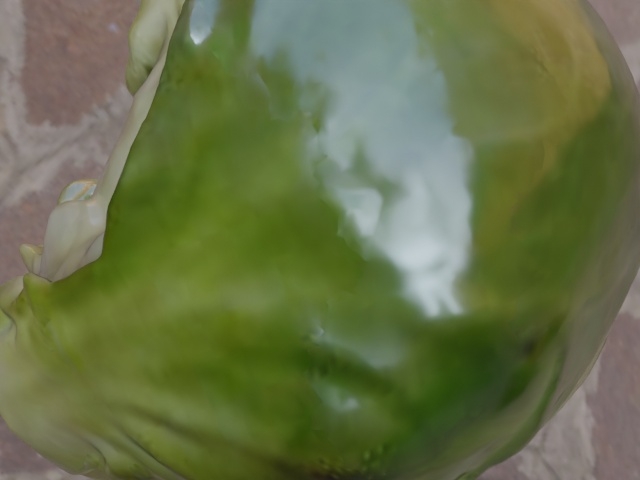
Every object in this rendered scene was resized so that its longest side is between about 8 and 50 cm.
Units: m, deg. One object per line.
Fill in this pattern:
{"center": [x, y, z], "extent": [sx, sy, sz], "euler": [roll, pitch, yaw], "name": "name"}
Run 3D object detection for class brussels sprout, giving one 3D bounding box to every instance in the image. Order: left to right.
{"center": [0.000, 0.000, 0.748], "extent": [0.315, 0.276, 0.371], "euler": [42, 118, -3], "name": "brussels sprout"}
